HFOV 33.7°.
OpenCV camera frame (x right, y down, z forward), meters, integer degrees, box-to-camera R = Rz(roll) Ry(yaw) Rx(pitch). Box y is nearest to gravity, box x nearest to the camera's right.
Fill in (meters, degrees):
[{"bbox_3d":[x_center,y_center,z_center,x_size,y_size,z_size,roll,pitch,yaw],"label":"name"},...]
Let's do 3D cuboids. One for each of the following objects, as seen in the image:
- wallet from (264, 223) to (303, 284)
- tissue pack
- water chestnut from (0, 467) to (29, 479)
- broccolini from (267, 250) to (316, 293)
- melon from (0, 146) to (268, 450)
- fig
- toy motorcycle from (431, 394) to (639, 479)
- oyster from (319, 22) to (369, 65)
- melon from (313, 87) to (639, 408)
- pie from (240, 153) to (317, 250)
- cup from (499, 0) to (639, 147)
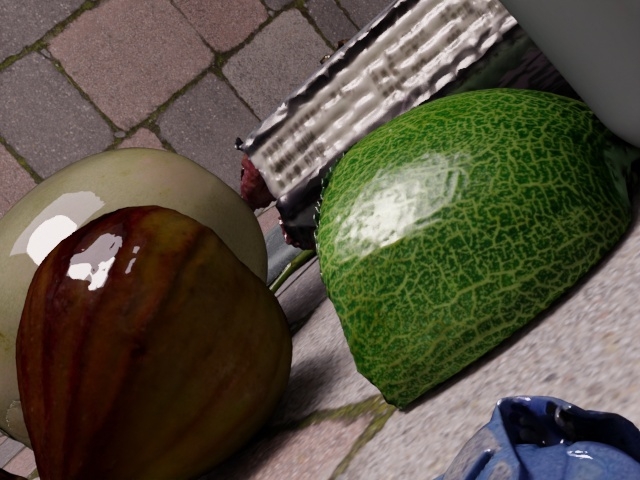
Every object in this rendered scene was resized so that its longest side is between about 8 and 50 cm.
[{"bbox_3d":[-0.046,0.006,1.407,0.167,0.036,0.222,-37,10,26],"label":"wallet"},{"bbox_3d":[0.136,-0.143,0.881,0.361,0.122,0.259,-39,-16,26],"label":"tissue pack"},{"bbox_3d":[-0.269,0.187,0.594,0.300,0.300,0.300,-40,8,7],"label":"water chestnut"},{"bbox_3d":[0.000,0.000,1.270,0.218,0.044,0.042,-48,25,-12],"label":"broccolini"},{"bbox_3d":[-0.208,0.063,1.034,0.330,0.268,0.268,-52,9,-4],"label":"melon"},{"bbox_3d":[-0.143,0.141,0.768,0.217,0.217,0.321,-31,36,51],"label":"fig"},{"bbox_3d":[0.068,0.101,0.318,0.114,0.076,0.205,-35,9,-5],"label":"toy motorcycle"},{"bbox_3d":[0.136,-0.191,1.116,0.259,0.092,0.198,6,-1,18],"label":"oyster"},{"bbox_3d":[0.105,-0.039,0.672,0.169,0.129,0.265,-31,12,36],"label":"melon"},{"bbox_3d":[0.014,-0.077,1.116,0.204,0.054,0.219,-32,-34,-5],"label":"pie"},{"bbox_3d":[0.170,-0.208,0.584,0.205,0.312,0.205,-40,9,8],"label":"cup"}]
